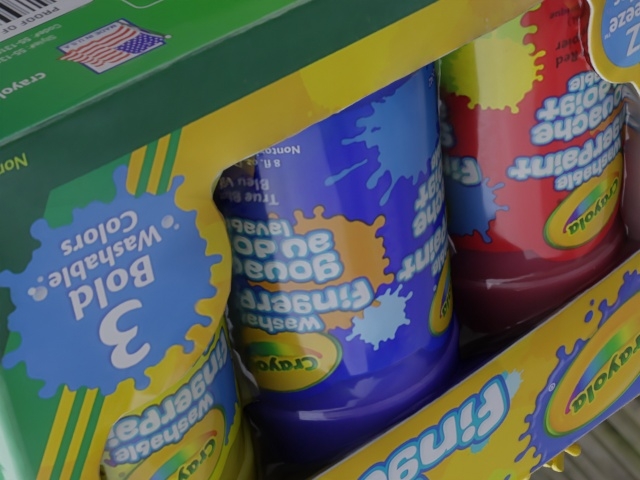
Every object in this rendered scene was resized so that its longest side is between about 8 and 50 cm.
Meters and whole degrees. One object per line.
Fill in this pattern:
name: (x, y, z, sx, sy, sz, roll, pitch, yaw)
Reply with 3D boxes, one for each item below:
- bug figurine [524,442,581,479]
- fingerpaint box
bug figurine: (0.155, 0.058, 1.304, 0.216, 0.072, 0.279, 33, -127, -28)
fingerpaint box: (0.000, 0.000, 0.797, 0.163, 0.444, 0.371, 32, 141, 41)
